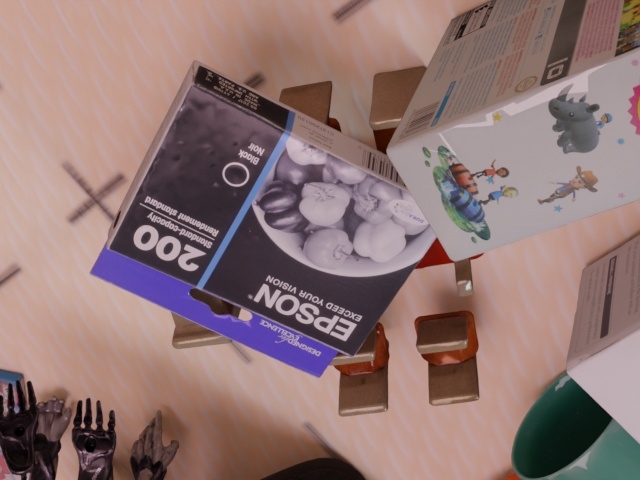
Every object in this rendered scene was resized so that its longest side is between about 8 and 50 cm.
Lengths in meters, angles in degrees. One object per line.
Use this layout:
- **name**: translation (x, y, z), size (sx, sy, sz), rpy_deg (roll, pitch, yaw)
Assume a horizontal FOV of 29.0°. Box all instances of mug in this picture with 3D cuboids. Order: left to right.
- **mug**: translation (0.228, 0.183, 1.018), size (0.097, 0.129, 0.158), rpy_deg (41, 94, -14)

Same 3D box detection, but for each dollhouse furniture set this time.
- **dollhouse furniture set**: translation (0.000, 0.000, 1.002), size (0.259, 0.135, 0.262), rpy_deg (-8, 121, 10)

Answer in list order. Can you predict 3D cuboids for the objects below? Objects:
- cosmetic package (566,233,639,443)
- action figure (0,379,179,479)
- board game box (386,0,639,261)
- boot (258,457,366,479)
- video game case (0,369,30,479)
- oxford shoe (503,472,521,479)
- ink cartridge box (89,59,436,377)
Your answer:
- **cosmetic package**: translation (0.344, 0.076, 0.912), size (0.224, 0.138, 0.224), rpy_deg (44, 126, -14)
- **action figure**: translation (-0.220, 0.222, 1.200), size (0.164, 0.141, 0.276), rpy_deg (5, 151, 5)
- **board game box**: translation (0.213, -0.122, 0.765), size (0.303, 0.224, 0.098), rpy_deg (-22, 113, 30)
- **boot**: translation (-0.150, 0.335, 1.149), size (0.284, 0.377, 0.138), rpy_deg (-48, 64, 41)
- **video game case**: translation (-0.360, 0.196, 1.297), size (0.119, 0.015, 0.166), rpy_deg (10, 126, 11)
- **oxford shoe**: translation (0.199, 0.306, 1.152), size (0.363, 0.130, 0.132), rpy_deg (-36, 140, 27)
- **ink cartridge box**: translation (-0.043, 0.003, 0.901), size (0.206, 0.045, 0.208), rpy_deg (25, 122, -11)
